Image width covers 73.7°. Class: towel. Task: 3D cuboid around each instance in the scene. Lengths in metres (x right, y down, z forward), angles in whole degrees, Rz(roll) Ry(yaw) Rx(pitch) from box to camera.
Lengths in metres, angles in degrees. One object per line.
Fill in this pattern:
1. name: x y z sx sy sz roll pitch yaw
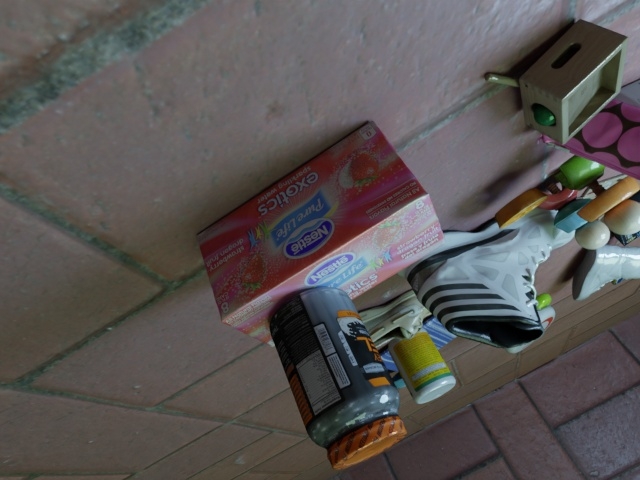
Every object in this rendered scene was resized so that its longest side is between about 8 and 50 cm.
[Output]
1. towel: 0.329 0.304 1.337 0.336 0.040 0.243 -41 142 17

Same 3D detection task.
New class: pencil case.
1. pencil case: 0.449 -0.154 0.650 0.098 0.209 0.095 -55 146 4

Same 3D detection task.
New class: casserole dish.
1. casserole dish: 0.317 0.453 1.459 0.114 0.037 0.188 -25 167 -49

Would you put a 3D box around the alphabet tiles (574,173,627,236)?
1. alphabet tiles: 0.674 -0.071 1.091 0.198 0.009 0.237 -17 145 -14

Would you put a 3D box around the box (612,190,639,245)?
1. box: 0.909 -0.079 1.201 0.175 0.051 0.220 -43 143 22

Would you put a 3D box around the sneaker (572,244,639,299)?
1. sneaker: 0.921 0.114 1.360 0.169 0.108 0.292 3 148 15

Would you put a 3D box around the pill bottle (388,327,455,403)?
1. pill bottle: 0.249 0.302 1.115 0.117 0.208 0.118 -18 145 -13

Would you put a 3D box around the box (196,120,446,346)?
1. box: 0.000 0.000 0.600 0.300 0.154 0.142 -31 146 8

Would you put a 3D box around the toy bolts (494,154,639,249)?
1. toy bolts: 0.472 -0.041 0.812 0.218 0.158 0.228 -38 162 19

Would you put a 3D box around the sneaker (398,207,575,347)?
1. sneaker: 0.404 0.087 0.893 0.447 0.257 0.169 -15 144 -18

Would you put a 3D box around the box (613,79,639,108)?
1. box: 0.571 -0.214 0.749 0.087 0.101 0.102 -25 144 -3

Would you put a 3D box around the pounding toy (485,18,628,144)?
1. pounding toy: 0.329 -0.220 0.602 0.141 0.100 0.130 -44 144 6

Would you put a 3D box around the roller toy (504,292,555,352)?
1. roller toy: 0.605 0.241 1.330 0.209 0.146 0.191 -39 144 -4

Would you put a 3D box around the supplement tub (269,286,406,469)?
1. supplement tub: 0.019 0.162 0.520 0.117 0.190 0.117 -19 146 -13

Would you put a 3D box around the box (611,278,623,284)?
1. box: 1.146 0.093 1.581 0.169 0.059 0.054 -33 143 8

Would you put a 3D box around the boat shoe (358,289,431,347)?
1. boat shoe: 0.197 0.199 1.042 0.302 0.098 0.109 -18 145 -14
